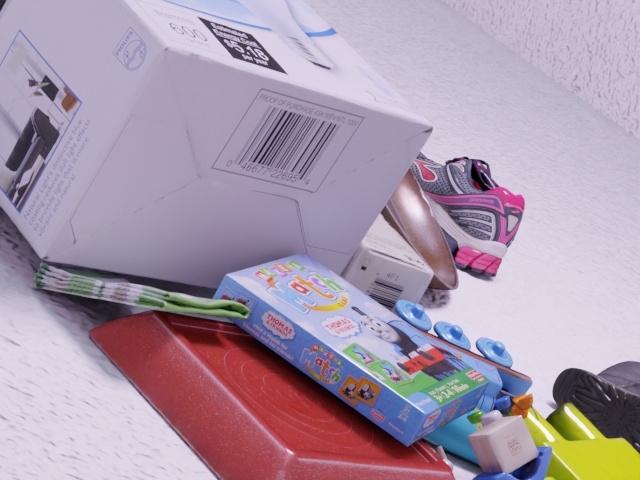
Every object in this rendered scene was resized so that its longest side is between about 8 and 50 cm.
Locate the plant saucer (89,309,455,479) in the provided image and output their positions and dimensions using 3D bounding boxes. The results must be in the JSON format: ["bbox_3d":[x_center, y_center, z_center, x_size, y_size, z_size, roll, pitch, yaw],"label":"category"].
[{"bbox_3d":[-0.024,0.141,1.605,0.258,0.047,0.259,13,22,-47],"label":"plant saucer"}]

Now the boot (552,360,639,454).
[{"bbox_3d":[0.358,0.192,2.122,0.190,0.076,0.208,40,11,27],"label":"boot"}]

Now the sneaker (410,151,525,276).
[{"bbox_3d":[0.164,-0.068,2.499,0.121,0.112,0.299,17,19,-40],"label":"sneaker"}]

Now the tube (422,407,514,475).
[{"bbox_3d":[0.150,0.184,1.795,0.207,0.052,0.080,29,26,-21],"label":"tube"}]

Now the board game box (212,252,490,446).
[{"bbox_3d":[0.028,0.090,1.690,0.211,0.039,0.160,33,19,17],"label":"board game box"}]

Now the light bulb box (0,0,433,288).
[{"bbox_3d":[-0.158,-0.147,1.808,0.358,0.225,0.361,12,28,-48],"label":"light bulb box"}]

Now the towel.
[{"bbox_3d":[-0.149,0.042,1.624,0.152,0.023,0.113,8,0,36],"label":"towel"}]

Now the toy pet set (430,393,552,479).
[{"bbox_3d":[0.152,0.185,1.672,0.114,0.122,0.065,-17,-81,64],"label":"toy pet set"}]

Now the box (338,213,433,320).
[{"bbox_3d":[0.000,0.000,1.984,0.094,0.113,0.275,20,19,-33],"label":"box"}]

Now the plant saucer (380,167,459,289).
[{"bbox_3d":[0.061,-0.070,2.223,0.310,0.050,0.310,57,11,-17],"label":"plant saucer"}]

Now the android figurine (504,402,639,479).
[{"bbox_3d":[0.277,0.253,1.735,0.273,0.056,0.248,48,21,25],"label":"android figurine"}]

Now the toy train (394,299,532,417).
[{"bbox_3d":[0.118,0.128,1.859,0.184,0.080,0.105,25,25,-23],"label":"toy train"}]
